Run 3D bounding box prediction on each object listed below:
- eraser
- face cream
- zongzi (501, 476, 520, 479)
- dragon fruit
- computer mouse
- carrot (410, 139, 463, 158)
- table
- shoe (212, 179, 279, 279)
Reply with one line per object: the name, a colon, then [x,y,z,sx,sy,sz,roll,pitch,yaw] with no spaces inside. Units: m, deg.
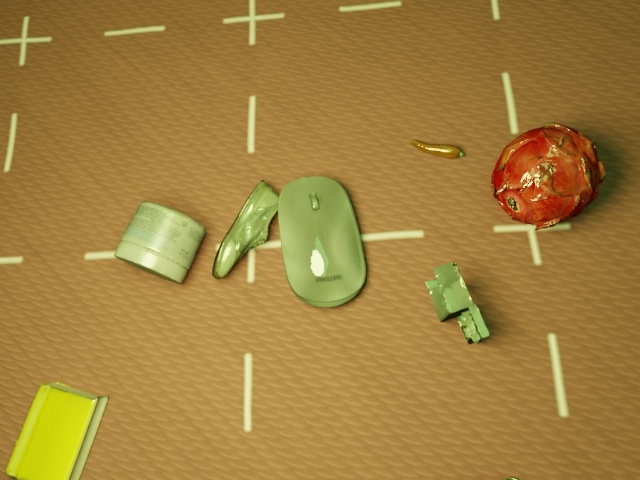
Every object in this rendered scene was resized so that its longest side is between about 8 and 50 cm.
eraser: [-0.621,0.460,1.188,0.158,0.069,0.225,14,76,7]
face cream: [-0.390,0.006,1.236,0.178,0.177,0.152,21,76,11]
zongzi: [0.277,0.639,0.914,0.323,0.360,0.159,-18,117,6]
dragon fruit: [0.523,-0.149,1.162,0.241,0.241,0.252,41,97,15]
computer mouse: [0.001,-0.002,1.224,0.198,0.095,0.330,-10,79,-9]
carrot: [0.302,-0.238,1.308,0.142,0.035,0.035,15,76,15]
table: [0.304,0.151,1.135,0.063,0.146,0.175,-19,72,0]
shoe: [-0.182,-0.018,1.263,0.098,0.103,0.274,31,80,-6]
